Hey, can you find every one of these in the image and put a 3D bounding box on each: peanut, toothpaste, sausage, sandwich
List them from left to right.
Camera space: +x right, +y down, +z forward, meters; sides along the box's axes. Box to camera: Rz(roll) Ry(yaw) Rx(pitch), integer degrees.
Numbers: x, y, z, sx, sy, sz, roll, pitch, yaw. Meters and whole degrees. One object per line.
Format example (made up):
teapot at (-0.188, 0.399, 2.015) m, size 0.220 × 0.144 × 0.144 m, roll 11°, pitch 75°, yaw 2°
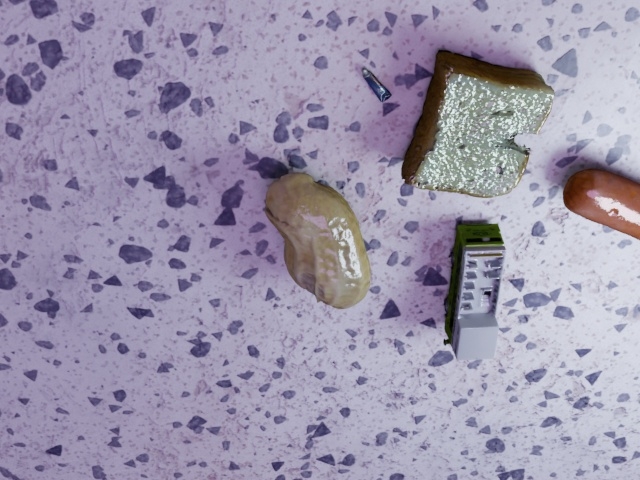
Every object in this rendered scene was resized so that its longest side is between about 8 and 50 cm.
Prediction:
peanut at (0.006, -0.001, 1.945) m, size 0.174 × 0.158 × 0.339 m, roll 6°, pitch 127°, yaw 29°
toothpaste at (0.107, -0.302, 1.810) m, size 0.027 × 0.019 × 0.083 m, roll -45°, pitch 121°, yaw -2°
sandwich at (0.310, -0.217, 1.841) m, size 0.249 × 0.095 × 0.273 m, roll 7°, pitch 124°, yaw -13°
sausage at (0.624, -0.077, 1.956) m, size 0.259 × 0.113 × 0.113 m, roll 20°, pitch 122°, yaw -19°

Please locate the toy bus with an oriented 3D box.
toy bus at (0.339, 0.115, 2.056) m, size 0.113 × 0.139 × 0.301 m, roll -3°, pitch 125°, yaw -5°
